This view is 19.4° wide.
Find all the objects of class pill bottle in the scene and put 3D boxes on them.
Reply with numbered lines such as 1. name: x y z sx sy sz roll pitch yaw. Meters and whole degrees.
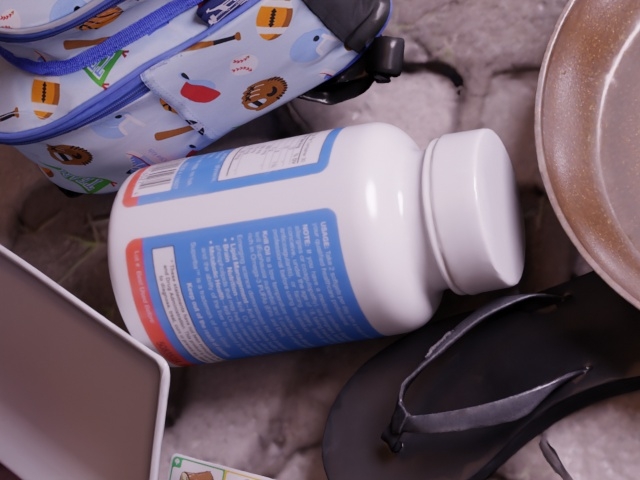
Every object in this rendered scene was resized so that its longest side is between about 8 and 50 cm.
1. pill bottle: 0.000 0.000 1.084 0.221 0.124 0.124 -9 67 21

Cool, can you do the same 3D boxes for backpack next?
1. backpack: -0.121 -0.164 1.146 0.263 0.213 0.276 -38 51 19

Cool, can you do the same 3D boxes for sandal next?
1. sandal: 0.107 0.068 1.048 0.254 0.054 0.097 -28 61 12

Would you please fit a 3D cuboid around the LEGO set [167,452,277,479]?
1. LEGO set: 0.015 0.229 1.040 0.244 0.060 0.182 9 91 28

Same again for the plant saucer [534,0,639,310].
1. plant saucer: 0.273 -0.070 1.014 0.310 0.050 0.311 -7 64 15

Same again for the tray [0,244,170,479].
1. tray: -0.174 0.077 1.138 0.270 0.030 0.145 30 121 40
